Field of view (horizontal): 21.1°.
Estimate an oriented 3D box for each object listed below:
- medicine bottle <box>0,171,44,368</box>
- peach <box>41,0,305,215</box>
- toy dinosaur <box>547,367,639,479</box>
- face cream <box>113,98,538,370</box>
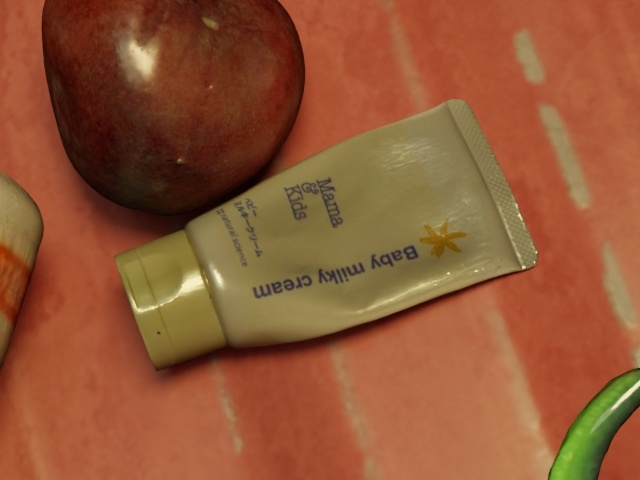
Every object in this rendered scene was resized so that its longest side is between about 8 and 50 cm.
[{"bbox_3d":[-0.296,0.123,0.899,0.211,0.211,0.371,11,74,15],"label":"medicine bottle"},{"bbox_3d":[-0.081,-0.087,0.959,0.152,0.152,0.152,-4,70,11],"label":"peach"},{"bbox_3d":[0.225,0.337,0.705,0.374,0.144,0.500,15,97,17],"label":"toy dinosaur"},{"bbox_3d":[0.000,0.000,0.965,0.224,0.070,0.114,-20,68,-5],"label":"face cream"}]
